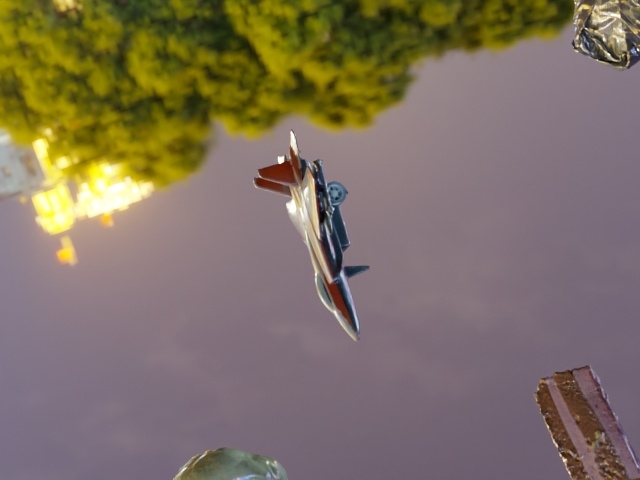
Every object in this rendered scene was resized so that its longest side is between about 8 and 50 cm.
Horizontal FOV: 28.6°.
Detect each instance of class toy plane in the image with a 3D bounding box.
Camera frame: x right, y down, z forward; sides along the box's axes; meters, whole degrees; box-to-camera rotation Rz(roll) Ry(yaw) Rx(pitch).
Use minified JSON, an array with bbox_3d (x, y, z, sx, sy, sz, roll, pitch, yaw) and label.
[{"bbox_3d":[0.006,-0.003,1.924,0.104,0.326,0.223,-26,172,-16],"label":"toy plane"}]

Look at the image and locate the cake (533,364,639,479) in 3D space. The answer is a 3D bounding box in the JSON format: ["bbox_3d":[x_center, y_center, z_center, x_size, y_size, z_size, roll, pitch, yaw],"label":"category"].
[{"bbox_3d":[0.468,0.354,2.132,0.115,0.295,0.113,-25,178,12],"label":"cake"}]

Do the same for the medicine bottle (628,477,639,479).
[{"bbox_3d":[0.346,0.313,1.385,0.192,0.096,0.096,-24,-170,37],"label":"medicine bottle"}]

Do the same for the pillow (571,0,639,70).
[{"bbox_3d":[0.367,-0.336,1.304,0.092,0.335,0.161,21,179,-37],"label":"pillow"}]

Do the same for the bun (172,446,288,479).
[{"bbox_3d":[-0.144,0.405,1.914,0.203,0.213,0.126,-11,-155,-13],"label":"bun"}]
